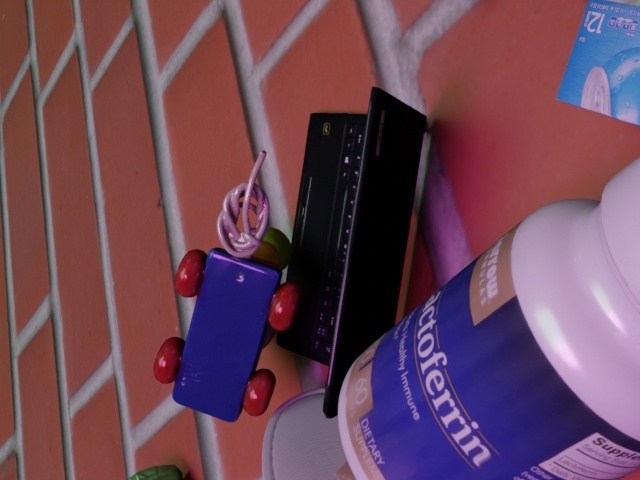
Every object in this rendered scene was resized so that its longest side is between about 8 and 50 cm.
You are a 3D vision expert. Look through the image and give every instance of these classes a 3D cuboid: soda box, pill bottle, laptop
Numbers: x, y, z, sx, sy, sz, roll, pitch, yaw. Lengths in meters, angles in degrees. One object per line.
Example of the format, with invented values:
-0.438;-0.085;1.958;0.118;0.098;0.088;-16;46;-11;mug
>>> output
0.235;-0.080;0.511;0.210;0.071;0.067;32;110;52;soda box
0.139;0.070;0.552;0.265;0.153;0.153;-46;49;40;pill bottle
0.000;0.000;0.776;0.264;0.136;0.234;13;95;55;laptop

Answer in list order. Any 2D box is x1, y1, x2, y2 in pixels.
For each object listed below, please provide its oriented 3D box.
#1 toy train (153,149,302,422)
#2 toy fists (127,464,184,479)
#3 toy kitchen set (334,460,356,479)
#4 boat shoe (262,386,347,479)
-0.058;0.022;0.824;0.143;0.105;0.248;-59;-13;-68;toy train
-0.212;0.389;1.051;0.279;0.096;0.142;-59;43;29;toy fists
0.061;0.153;0.675;0.075;0.083;0.068;13;128;38;toy kitchen set
0.033;0.231;0.721;0.302;0.114;0.091;-117;6;-58;boat shoe
